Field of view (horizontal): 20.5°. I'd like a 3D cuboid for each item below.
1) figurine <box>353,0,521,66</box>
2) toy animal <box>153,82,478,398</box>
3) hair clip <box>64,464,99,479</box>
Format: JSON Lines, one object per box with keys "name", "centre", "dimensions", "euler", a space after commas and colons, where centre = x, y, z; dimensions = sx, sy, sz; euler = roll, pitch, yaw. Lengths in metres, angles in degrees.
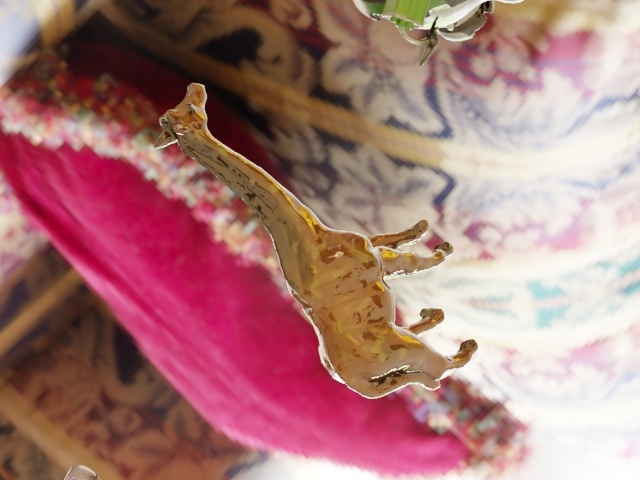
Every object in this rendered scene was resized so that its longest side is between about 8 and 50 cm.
{"name": "figurine", "centre": [0.048, -0.188, 1.042], "dimensions": [0.126, 0.147, 0.192], "euler": [-46, 131, -7]}
{"name": "toy animal", "centre": [0.000, 0.000, 1.212], "dimensions": [0.229, 0.224, 0.066], "euler": [-3, 166, -40]}
{"name": "hair clip", "centre": [-0.173, 0.250, 0.907], "dimensions": [0.137, 0.090, 0.278], "euler": [107, -10, -70]}
